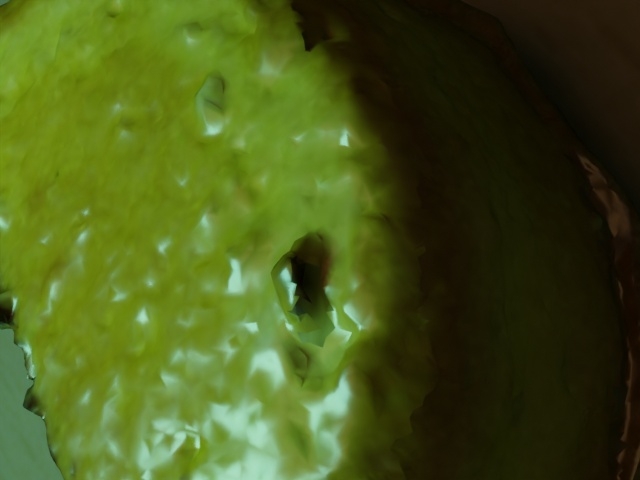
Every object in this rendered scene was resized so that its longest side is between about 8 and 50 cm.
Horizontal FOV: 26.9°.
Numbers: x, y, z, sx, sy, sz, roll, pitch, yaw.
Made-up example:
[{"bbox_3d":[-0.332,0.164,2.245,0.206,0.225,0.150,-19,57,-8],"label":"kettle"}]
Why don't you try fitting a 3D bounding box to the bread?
[{"bbox_3d":[0.000,0.000,0.494,0.179,0.194,0.340,-43,56,27],"label":"bread"}]
